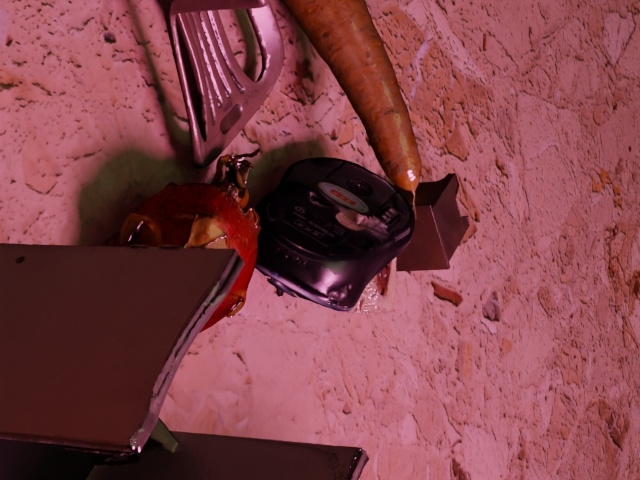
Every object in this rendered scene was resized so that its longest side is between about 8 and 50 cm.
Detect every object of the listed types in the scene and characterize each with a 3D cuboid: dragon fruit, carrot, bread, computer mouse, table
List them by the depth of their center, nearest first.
[{"bbox_3d":[-0.106,-0.005,1.376,0.125,0.125,0.246,62,32,-22],"label":"dragon fruit"},{"bbox_3d":[0.000,0.000,1.525,0.233,0.137,0.096,-37,150,-56],"label":"computer mouse"},{"bbox_3d":[0.040,-0.160,1.550,0.078,0.078,0.298,-24,89,-56],"label":"carrot"},{"bbox_3d":[0.053,0.046,1.696,0.083,0.035,0.070,14,80,-60],"label":"bread"},{"bbox_3d":[0.115,-0.023,1.764,0.082,0.070,0.083,-53,132,-49],"label":"table"}]

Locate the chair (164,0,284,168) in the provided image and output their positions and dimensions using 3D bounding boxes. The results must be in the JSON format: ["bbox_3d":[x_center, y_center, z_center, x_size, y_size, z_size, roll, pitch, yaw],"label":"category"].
[{"bbox_3d":[-0.064,-0.226,1.369,0.175,0.183,0.326,-55,133,-41],"label":"chair"}]

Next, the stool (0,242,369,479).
[{"bbox_3d":[-0.149,0.143,1.151,0.243,0.270,0.170,59,44,-39],"label":"stool"}]
